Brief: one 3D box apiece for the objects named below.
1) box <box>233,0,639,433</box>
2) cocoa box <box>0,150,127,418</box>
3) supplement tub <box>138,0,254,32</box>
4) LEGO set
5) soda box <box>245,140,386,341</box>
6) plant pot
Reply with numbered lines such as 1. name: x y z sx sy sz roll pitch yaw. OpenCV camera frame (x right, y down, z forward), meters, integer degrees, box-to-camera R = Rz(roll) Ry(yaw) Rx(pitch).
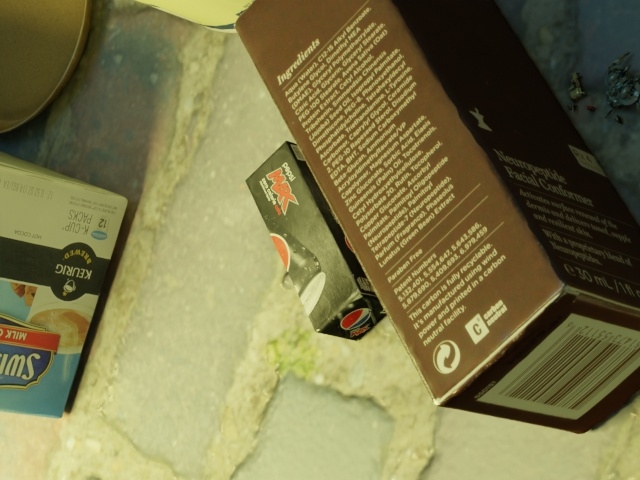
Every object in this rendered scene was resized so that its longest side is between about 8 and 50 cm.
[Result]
1. box: 0.105 -0.051 1.444 0.143 0.191 0.381 -46 54 24
2. cocoa box: -0.399 0.008 1.847 0.347 0.231 0.228 19 93 43
3. supplement tub: -0.147 -0.325 1.644 0.235 0.325 0.235 -12 72 40
4. LEGO set: 0.219 -0.115 1.469 0.083 0.023 0.054 -20 67 37
5. soda box: 0.000 0.000 1.616 0.060 0.053 0.169 -43 54 25
6. plant pot: -0.307 -0.219 1.961 0.236 0.032 0.236 -11 72 39
